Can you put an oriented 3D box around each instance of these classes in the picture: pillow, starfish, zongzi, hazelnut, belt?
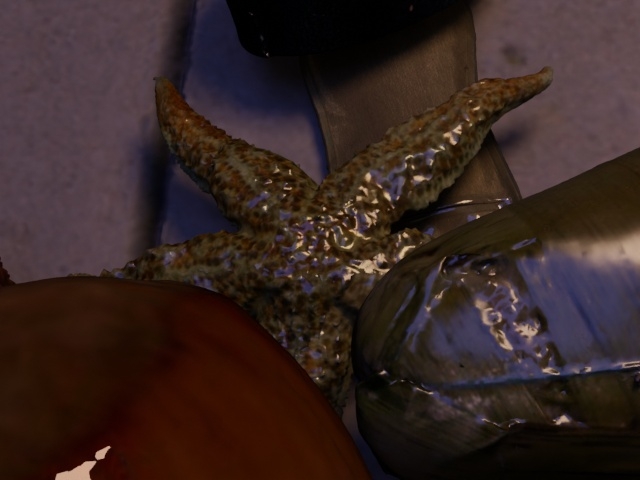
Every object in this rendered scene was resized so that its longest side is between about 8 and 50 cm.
[{"bbox_3d":[0.054,-0.075,1.124,0.130,0.033,0.217,-16,62,8],"label":"pillow"},{"bbox_3d":[0.001,-0.002,1.053,0.347,0.078,0.358,37,83,22],"label":"starfish"},{"bbox_3d":[0.211,0.128,0.923,0.323,0.160,0.360,-25,81,-4],"label":"zongzi"},{"bbox_3d":[-0.136,0.200,0.879,0.365,0.366,0.366,-5,63,11],"label":"hazelnut"},{"bbox_3d":[0.027,-0.196,1.142,0.198,0.078,0.151,-23,32,-3],"label":"belt"}]

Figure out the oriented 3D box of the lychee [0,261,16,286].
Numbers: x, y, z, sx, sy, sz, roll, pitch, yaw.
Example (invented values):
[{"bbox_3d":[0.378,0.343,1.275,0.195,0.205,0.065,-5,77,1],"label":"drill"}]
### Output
[{"bbox_3d":[-0.267,0.060,1.045,0.188,0.188,0.188,-5,63,11],"label":"lychee"}]
